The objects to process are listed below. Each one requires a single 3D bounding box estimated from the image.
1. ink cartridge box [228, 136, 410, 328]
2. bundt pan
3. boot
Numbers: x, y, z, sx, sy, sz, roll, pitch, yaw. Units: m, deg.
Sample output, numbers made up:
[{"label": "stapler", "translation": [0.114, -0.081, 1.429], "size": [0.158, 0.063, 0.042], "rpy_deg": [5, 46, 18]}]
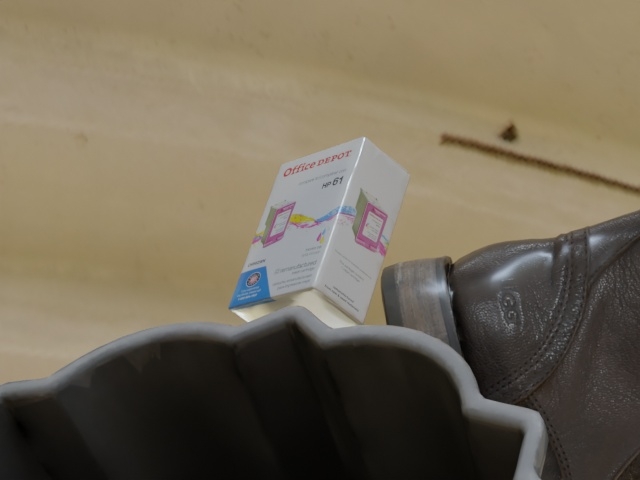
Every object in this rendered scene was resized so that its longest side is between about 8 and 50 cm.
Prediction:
[{"label": "ink cartridge box", "translation": [0.000, 0.000, 1.054], "size": [0.088, 0.122, 0.052], "rpy_deg": [-16, -45, 45]}, {"label": "bundt pan", "translation": [-0.057, 0.174, 0.500], "size": [0.331, 0.331, 0.124], "rpy_deg": [-27, -59, 0]}, {"label": "boot", "translation": [0.161, 0.083, 0.642], "size": [0.229, 0.091, 0.263], "rpy_deg": [-17, -85, 9]}]
